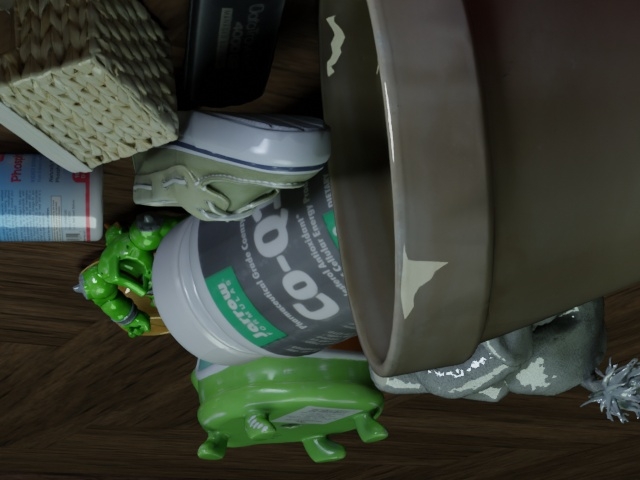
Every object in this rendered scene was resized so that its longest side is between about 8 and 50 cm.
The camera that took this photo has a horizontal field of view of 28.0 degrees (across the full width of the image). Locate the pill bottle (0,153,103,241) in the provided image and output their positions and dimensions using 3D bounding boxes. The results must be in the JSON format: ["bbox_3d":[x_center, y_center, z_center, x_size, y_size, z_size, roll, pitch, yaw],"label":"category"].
[{"bbox_3d":[-0.295,-0.042,1.262,0.160,0.087,0.087,0,160,-10],"label":"pill bottle"}]

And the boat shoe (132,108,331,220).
[{"bbox_3d":[-0.080,-0.062,1.081,0.109,0.094,0.302,0,-174,-27],"label":"boat shoe"}]

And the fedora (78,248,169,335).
[{"bbox_3d":[-0.207,0.071,1.605,0.194,0.079,0.194,-3,160,-1],"label":"fedora"}]

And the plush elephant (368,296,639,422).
[{"bbox_3d":[0.214,0.041,1.398,0.272,0.255,0.330,-36,-143,-30],"label":"plush elephant"}]

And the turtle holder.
[{"bbox_3d":[-0.047,0.172,1.696,0.243,0.227,0.320,-2,161,-7],"label":"turtle holder"}]

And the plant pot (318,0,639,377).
[{"bbox_3d":[0.157,-0.080,0.924,0.280,0.323,0.323,-7,161,-6],"label":"plant pot"}]

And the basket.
[{"bbox_3d":[-0.187,-0.138,0.987,0.103,0.113,0.167,-13,158,13],"label":"basket"}]

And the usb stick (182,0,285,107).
[{"bbox_3d":[-0.065,-0.179,0.992,0.077,0.045,0.278,-7,161,-11],"label":"usb stick"}]

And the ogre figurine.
[{"bbox_3d":[-0.193,0.029,1.457,0.197,0.097,0.118,-26,144,37],"label":"ogre figurine"}]

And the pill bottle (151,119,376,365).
[{"bbox_3d":[0.000,0.000,1.262,0.204,0.204,0.361,12,154,-37],"label":"pill bottle"}]
